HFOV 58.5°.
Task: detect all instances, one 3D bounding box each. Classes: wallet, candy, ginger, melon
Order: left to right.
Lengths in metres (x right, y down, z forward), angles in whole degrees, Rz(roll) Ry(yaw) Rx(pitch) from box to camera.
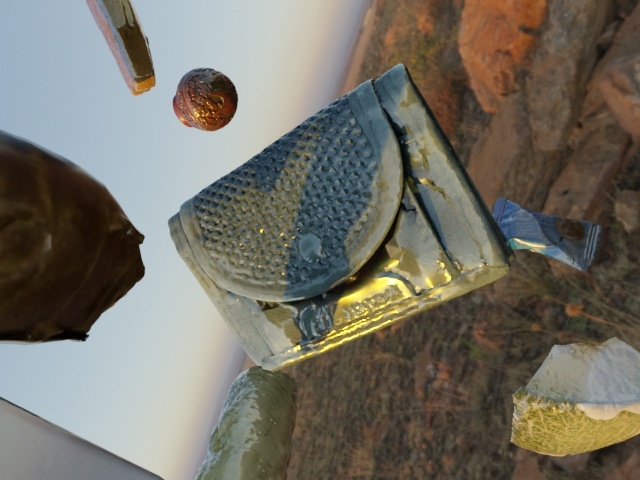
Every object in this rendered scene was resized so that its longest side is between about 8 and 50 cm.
[{"bbox_3d":[-0.341,-0.031,0.445,0.418,0.254,0.176,14,-73,-52],"label":"ginger"},{"bbox_3d":[0.000,0.000,0.625,0.342,0.237,0.075,-28,6,27],"label":"wallet"},{"bbox_3d":[0.282,-0.007,0.724,0.038,0.136,0.088,91,-157,-46],"label":"candy"},{"bbox_3d":[0.250,0.166,0.600,0.202,0.140,0.093,-47,39,41],"label":"melon"}]

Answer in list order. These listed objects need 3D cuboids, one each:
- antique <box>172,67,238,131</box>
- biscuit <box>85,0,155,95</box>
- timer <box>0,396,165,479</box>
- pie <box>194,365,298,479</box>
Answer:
[{"bbox_3d":[-0.176,-0.220,0.890,0.104,0.104,0.104,-161,90,-85],"label":"antique"},{"bbox_3d":[-0.230,-0.256,0.646,0.239,0.041,0.212,41,153,53],"label":"biscuit"},{"bbox_3d":[-0.231,0.228,0.358,0.195,0.192,0.194,-58,6,47],"label":"timer"},{"bbox_3d":[-0.081,0.250,0.445,0.337,0.075,0.337,16,-90,-87],"label":"pie"}]
